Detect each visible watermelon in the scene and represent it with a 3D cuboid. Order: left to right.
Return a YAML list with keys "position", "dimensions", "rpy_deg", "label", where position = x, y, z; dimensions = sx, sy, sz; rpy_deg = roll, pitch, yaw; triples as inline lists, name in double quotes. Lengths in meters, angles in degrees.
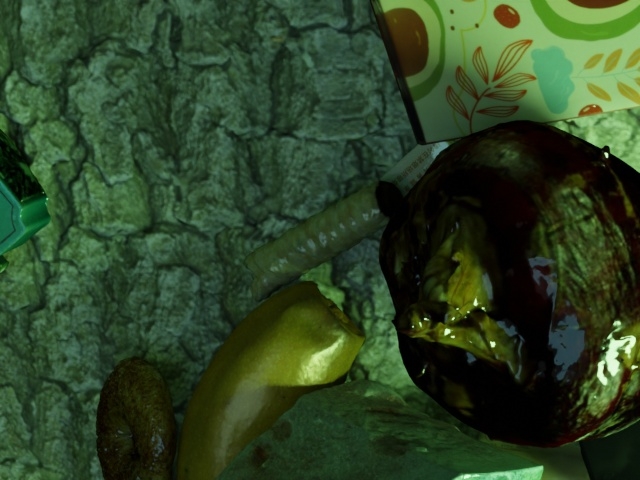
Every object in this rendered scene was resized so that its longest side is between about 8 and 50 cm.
- position: [0.046, 0.268, 1.841]
  dimensions: [0.387, 0.258, 0.228]
  rpy_deg: [-11, 140, 3]
  label: "watermelon"

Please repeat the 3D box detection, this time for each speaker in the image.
- position: [0.304, 0.175, 1.805]
  dimensions: [0.082, 0.044, 0.218]
  rpy_deg: [-26, 60, 16]
  label: "speaker"

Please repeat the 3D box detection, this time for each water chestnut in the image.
- position: [0.187, 0.050, 1.678]
  dimensions: [0.335, 0.347, 0.335]
  rpy_deg: [22, 118, 48]
  label: "water chestnut"

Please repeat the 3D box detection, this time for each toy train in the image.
- position: [-0.424, -0.054, 2.022]
  dimensions: [0.154, 0.107, 0.198]
  rpy_deg: [-36, 92, 16]
  label: "toy train"

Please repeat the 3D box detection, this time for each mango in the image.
- position: [-0.065, 0.212, 1.948]
  dimensions: [0.187, 0.144, 0.359]
  rpy_deg: [9, 104, -16]
  label: "mango"

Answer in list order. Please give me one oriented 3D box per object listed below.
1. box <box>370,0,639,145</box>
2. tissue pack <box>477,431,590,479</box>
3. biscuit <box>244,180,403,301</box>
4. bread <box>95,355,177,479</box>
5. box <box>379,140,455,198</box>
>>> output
- position: [0.235, -0.298, 1.672]
  dimensions: [0.385, 0.122, 0.344]
  rpy_deg: [-9, 120, 21]
  label: "box"
- position: [0.300, 0.318, 1.870]
  dimensions: [0.257, 0.123, 0.215]
  rpy_deg: [3, 103, 17]
  label: "tissue pack"
- position: [0.000, 0.000, 1.907]
  dimensions: [0.219, 0.055, 0.061]
  rpy_deg: [-30, 54, 31]
  label: "biscuit"
- position: [-0.219, 0.233, 2.001]
  dimensions: [0.064, 0.193, 0.193]
  rpy_deg: [-2, 109, -24]
  label: "bread"
- position: [0.153, -0.036, 1.875]
  dimensions: [0.090, 0.024, 0.167]
  rpy_deg: [-42, 88, 24]
  label: "box"
